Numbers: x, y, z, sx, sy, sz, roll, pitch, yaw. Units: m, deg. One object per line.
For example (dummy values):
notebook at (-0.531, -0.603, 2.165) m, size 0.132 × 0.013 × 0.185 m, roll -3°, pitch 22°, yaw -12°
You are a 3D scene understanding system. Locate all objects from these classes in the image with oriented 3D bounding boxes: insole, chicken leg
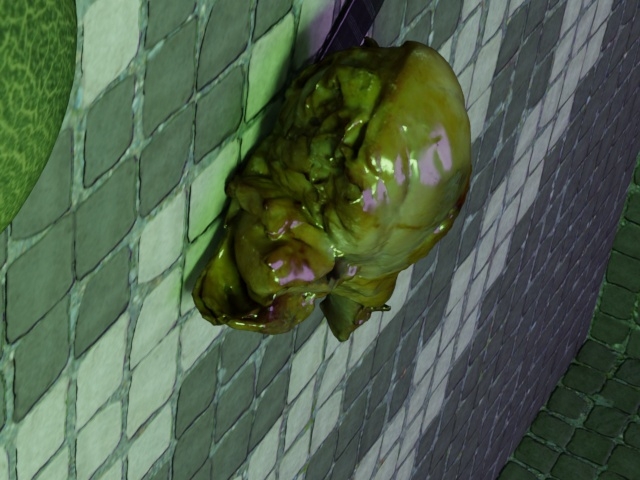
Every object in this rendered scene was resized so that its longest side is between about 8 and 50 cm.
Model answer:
insole at (-0.002, -0.128, 1.616) m, size 0.309 × 0.012 × 0.110 m, roll -64°, pitch 161°, yaw -7°
chicken leg at (0.000, 0.000, 1.570) m, size 0.295 × 0.182 × 0.409 m, roll -44°, pitch 164°, yaw -22°

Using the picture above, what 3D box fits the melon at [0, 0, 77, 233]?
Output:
melon at (-0.219, -0.092, 0.684) m, size 0.237 × 0.237 × 0.301 m, roll -62°, pitch 163°, yaw -14°
